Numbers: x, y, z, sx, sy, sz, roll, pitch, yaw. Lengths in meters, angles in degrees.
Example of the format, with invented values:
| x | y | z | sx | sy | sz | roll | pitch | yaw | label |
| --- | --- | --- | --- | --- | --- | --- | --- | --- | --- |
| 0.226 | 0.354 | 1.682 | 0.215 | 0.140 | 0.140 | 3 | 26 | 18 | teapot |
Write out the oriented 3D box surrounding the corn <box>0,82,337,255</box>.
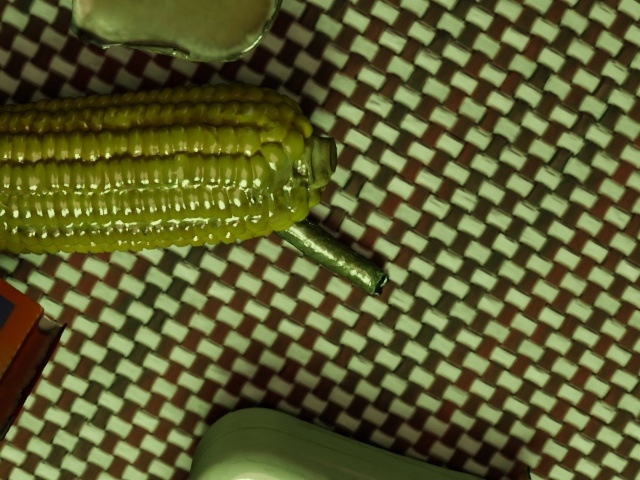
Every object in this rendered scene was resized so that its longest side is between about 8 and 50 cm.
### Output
| x | y | z | sx | sy | sz | roll | pitch | yaw | label |
| --- | --- | --- | --- | --- | --- | --- | --- | --- | --- |
| -0.169 | -0.050 | 1.179 | 0.363 | 0.120 | 0.120 | -2 | 107 | 6 | corn |

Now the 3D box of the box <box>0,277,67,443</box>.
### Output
| x | y | z | sx | sy | sz | roll | pitch | yaw | label |
| --- | --- | --- | --- | --- | --- | --- | --- | --- | --- |
| -0.405 | 0.167 | 1.095 | 0.257 | 0.318 | 0.349 | 37 | 120 | -9 | box |

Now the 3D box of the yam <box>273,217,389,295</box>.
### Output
| x | y | z | sx | sy | sz | roll | pitch | yaw | label |
| --- | --- | --- | --- | --- | --- | --- | --- | --- | --- |
| 0.000 | 0.000 | 1.242 | 0.129 | 0.027 | 0.033 | 32 | 105 | -10 | yam |

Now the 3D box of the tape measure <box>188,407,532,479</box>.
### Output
| x | y | z | sx | sy | sz | roll | pitch | yaw | label |
| --- | --- | --- | --- | --- | --- | --- | --- | --- | --- |
| 0.005 | 0.264 | 1.269 | 0.258 | 0.130 | 0.265 | 19 | 106 | -8 | tape measure |

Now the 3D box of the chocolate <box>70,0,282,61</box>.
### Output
| x | y | z | sx | sy | sz | roll | pitch | yaw | label |
| --- | --- | --- | --- | --- | --- | --- | --- | --- | --- |
| -0.080 | -0.255 | 1.137 | 0.161 | 0.083 | 0.261 | 14 | 106 | 13 | chocolate |
